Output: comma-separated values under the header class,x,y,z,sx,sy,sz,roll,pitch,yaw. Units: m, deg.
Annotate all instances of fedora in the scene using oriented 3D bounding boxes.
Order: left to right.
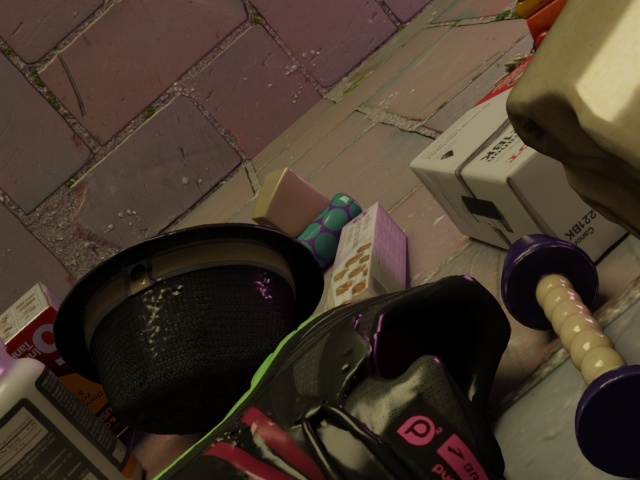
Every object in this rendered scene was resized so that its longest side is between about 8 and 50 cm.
class,x,y,z,sx,sy,sz,roll,pitch,yaw
fedora,-0.141,0.130,1.062,0.334,0.334,0.152,-36,49,21

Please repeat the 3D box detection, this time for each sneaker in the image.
class,x,y,z,sx,sy,sz,roll,pitch,yaw
sneaker,0.005,0.166,0.558,0.202,0.185,0.483,-36,15,37

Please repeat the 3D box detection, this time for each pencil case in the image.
class,x,y,z,sx,sy,sz,roll,pitch,yaw
pencil case,0.000,0.000,1.347,0.151,0.064,0.070,-46,30,-21

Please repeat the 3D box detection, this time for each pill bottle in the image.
class,x,y,z,sx,sy,sz,roll,pitch,yaw
pill bottle,-0.369,0.249,1.118,0.162,0.278,0.162,-38,13,11

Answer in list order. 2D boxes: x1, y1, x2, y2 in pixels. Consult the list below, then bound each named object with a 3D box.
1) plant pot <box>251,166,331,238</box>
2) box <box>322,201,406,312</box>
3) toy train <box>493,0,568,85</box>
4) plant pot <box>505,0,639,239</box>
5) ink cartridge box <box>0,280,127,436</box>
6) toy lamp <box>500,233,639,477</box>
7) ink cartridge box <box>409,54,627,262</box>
class,x,y,z,sx,sy,sz,roll,pitch,yaw
plant pot,-0.063,-0.059,1.643,0.096,0.109,0.109,-58,18,-15
box,0.057,0.037,1.036,0.063,0.067,0.324,-37,12,15
toy train,0.330,-0.361,1.403,0.248,0.143,0.105,-32,16,34
plant pot,0.289,-0.131,0.523,0.305,0.334,0.334,-52,13,4
ink cartridge box,-0.415,0.267,1.274,0.309,0.272,0.130,-44,26,-9
toy lamp,0.180,0.062,0.634,0.080,0.080,0.274,-38,15,14
ink cartridge box,0.230,-0.091,0.889,0.197,0.114,0.273,-42,14,-4
